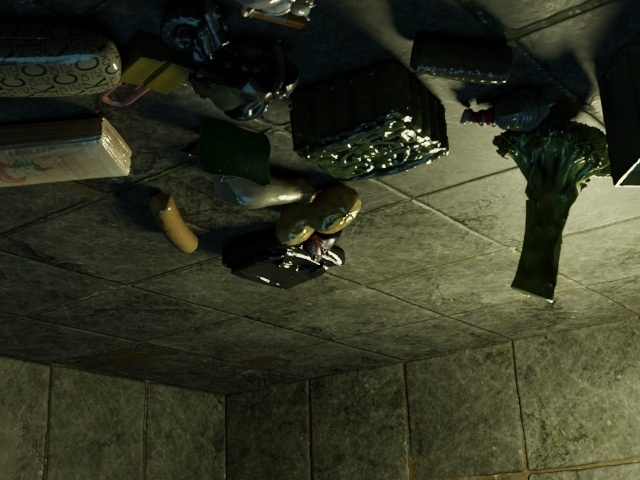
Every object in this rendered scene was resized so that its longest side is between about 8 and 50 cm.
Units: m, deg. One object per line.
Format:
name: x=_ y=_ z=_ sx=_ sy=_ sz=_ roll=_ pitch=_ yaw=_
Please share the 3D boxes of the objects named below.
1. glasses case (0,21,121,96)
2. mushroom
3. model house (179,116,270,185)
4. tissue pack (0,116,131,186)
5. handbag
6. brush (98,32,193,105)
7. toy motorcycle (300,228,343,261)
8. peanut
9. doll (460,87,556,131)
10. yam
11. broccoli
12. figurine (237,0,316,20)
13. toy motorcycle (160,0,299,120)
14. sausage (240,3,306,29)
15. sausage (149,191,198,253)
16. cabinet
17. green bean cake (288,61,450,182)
glasses case: x=-0.496 y=-0.285 z=1.503 sx=0.355 sy=0.085 sz=0.137 roll=0 pitch=158 yaw=-5
mushroom: x=-0.118 y=-0.115 z=2.041 sx=0.225 sy=0.093 sz=0.116 roll=-4 pitch=178 yaw=-22
model house: x=-0.189 y=-0.162 z=1.853 sx=0.167 sy=0.117 sz=0.088 roll=9 pitch=161 yaw=-38
tissue pack: x=-0.551 y=-0.168 z=1.851 sx=0.325 sy=0.071 sz=0.170 roll=-4 pitch=159 yaw=6
handbag: x=-0.096 y=0.049 z=2.505 sx=0.244 sy=0.088 sz=0.275 roll=-19 pitch=153 yaw=31
brush: x=-0.313 y=-0.272 z=1.620 sx=0.103 sy=0.047 sz=0.233 roll=12 pitch=157 yaw=-34
toy motorcycle: x=0.001 y=0.001 z=2.318 sx=0.082 sy=0.122 sz=0.213 roll=28 pitch=162 yaw=7
peanut: x=-0.009 y=-0.059 z=2.169 sx=0.229 sy=0.098 sz=0.103 roll=-19 pitch=-162 yaw=33
doll: x=0.349 y=-0.238 z=1.764 sx=0.180 sy=0.079 sz=0.094 roll=-4 pitch=-170 yaw=26
yam: x=0.233 y=-0.297 z=1.579 sx=0.169 sy=0.068 sz=0.068 roll=2 pitch=160 yaw=-12
broccoli: x=0.430 y=-0.073 z=1.829 sx=0.221 sy=0.361 sz=0.252 roll=8 pitch=148 yaw=27
figurine: x=-0.076 y=-0.364 z=1.309 sx=0.137 sy=0.112 sz=0.229 roll=1 pitch=175 yaw=16
toy motorcycle: x=-0.134 y=-0.286 z=1.520 sx=0.159 sy=0.106 sz=0.270 roll=-13 pitch=147 yaw=19
sausage: x=-0.073 y=-0.350 z=1.453 sx=0.107 sy=0.031 sz=0.031 roll=10 pitch=157 yaw=-27
sausage: x=-0.350 y=-0.039 z=2.253 sx=0.066 sy=0.066 sz=0.301 roll=-4 pitch=159 yaw=4
cabinet: x=0.589 y=-0.214 z=1.644 sx=0.150 sy=0.206 sz=0.145 roll=0 pitch=160 yaw=-5
green bean cake: x=0.092 y=-0.204 z=1.747 sx=0.241 sy=0.132 sz=0.255 roll=-16 pitch=156 yaw=24
